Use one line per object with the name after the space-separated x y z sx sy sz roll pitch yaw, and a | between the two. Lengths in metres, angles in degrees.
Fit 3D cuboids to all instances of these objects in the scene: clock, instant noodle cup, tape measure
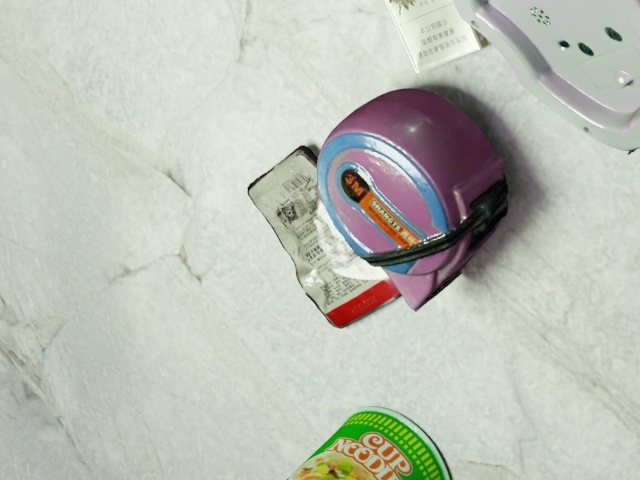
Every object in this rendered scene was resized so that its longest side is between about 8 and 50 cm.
0.277 -0.240 1.696 0.338 0.102 0.338 39 164 13 | clock
0.032 0.368 2.257 0.207 0.233 0.207 21 126 33 | instant noodle cup
0.108 -0.061 2.031 0.231 0.149 0.245 49 143 7 | tape measure

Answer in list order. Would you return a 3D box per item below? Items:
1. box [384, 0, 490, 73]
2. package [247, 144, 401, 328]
0.118 -0.303 1.968 0.109 0.029 0.198 -17 101 45 | box
0.000 0.000 2.234 0.154 0.030 0.239 -33 88 45 | package
